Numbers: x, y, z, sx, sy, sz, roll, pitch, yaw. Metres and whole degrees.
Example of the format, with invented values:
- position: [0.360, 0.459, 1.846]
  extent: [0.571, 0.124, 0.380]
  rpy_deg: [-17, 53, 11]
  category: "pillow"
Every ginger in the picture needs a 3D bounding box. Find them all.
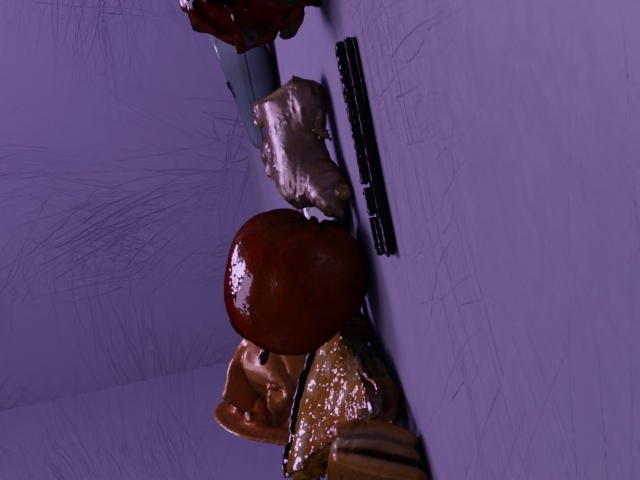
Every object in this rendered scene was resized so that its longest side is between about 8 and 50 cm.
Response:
- position: [-0.025, -0.110, 1.493]
  extent: [0.137, 0.074, 0.213]
  rpy_deg: [-39, 67, 51]
  category: "ginger"

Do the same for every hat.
- position: [-0.038, 0.171, 1.764]
  extent: [0.244, 0.233, 0.233]
  rpy_deg: [26, 118, 60]
  category: "hat"

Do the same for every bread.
- position: [0.065, 0.279, 1.348]
  extent: [0.200, 0.115, 0.077]
  rpy_deg: [91, -174, -58]
  category: "bread"

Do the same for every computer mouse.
- position: [-0.132, -0.314, 2.173]
  extent: [0.159, 0.097, 0.288]
  rpy_deg: [-112, 1, -55]
  category: "computer mouse"

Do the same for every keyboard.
- position: [0.044, -0.096, 1.205]
  extent: [0.072, 0.023, 0.231]
  rpy_deg: [-143, 42, -85]
  category: "keyboard"

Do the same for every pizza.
- position: [0.036, 0.176, 1.489]
  extent: [0.287, 0.074, 0.251]
  rpy_deg: [136, 144, -54]
  category: "pizza"

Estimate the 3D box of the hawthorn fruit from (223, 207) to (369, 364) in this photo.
- position: [-0.040, 0.063, 1.440]
  extent: [0.185, 0.185, 0.202]
  rpy_deg: [-124, 58, -76]
  category: "hawthorn fruit"

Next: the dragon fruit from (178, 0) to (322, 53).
- position: [-0.086, -0.307, 1.334]
  extent: [0.189, 0.182, 0.182]
  rpy_deg: [93, 166, -48]
  category: "dragon fruit"

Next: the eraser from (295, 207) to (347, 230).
- position: [0.000, 0.000, 1.658]
  extent: [0.352, 0.061, 0.089]
  rpy_deg: [91, 166, -70]
  category: "eraser"
